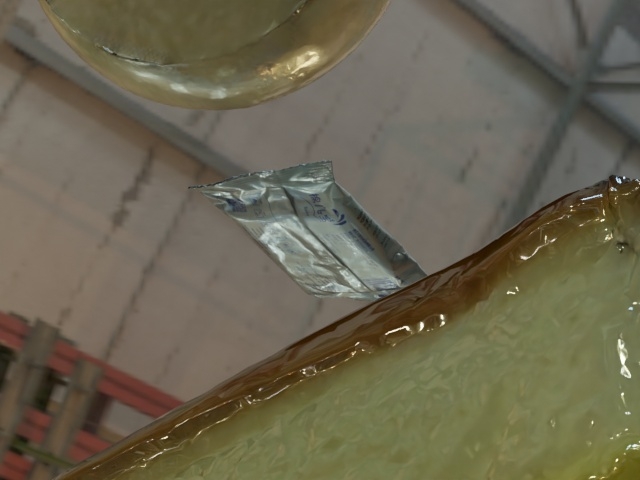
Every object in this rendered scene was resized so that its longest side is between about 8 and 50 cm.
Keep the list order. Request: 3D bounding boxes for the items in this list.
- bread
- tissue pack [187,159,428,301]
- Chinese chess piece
[{"bbox_3d":[0.076,0.152,0.632,0.323,0.333,0.143,38,-145,-38],"label":"bread"},{"bbox_3d":[0.000,0.000,1.334,0.193,0.122,0.026,46,-128,-46],"label":"tissue pack"},{"bbox_3d":[-0.066,-0.205,1.083,0.103,0.249,0.250,35,-109,-68],"label":"Chinese chess piece"}]
